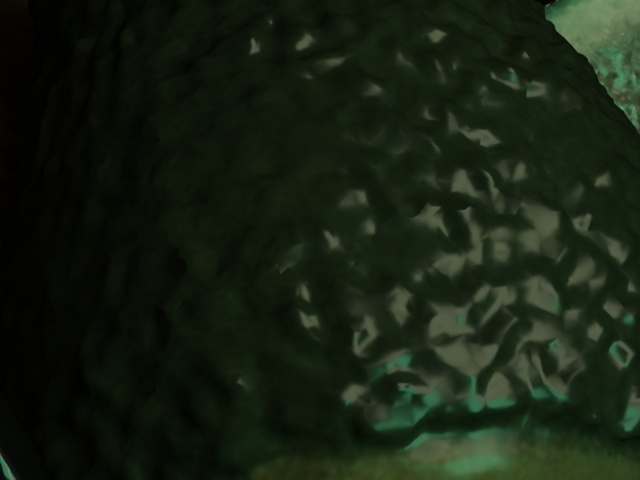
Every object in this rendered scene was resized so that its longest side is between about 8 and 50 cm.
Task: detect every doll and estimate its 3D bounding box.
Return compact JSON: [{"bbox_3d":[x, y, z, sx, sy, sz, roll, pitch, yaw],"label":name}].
[{"bbox_3d":[0.000,0.000,0.638,0.247,0.247,0.350,9,49,-36],"label":"doll"}]

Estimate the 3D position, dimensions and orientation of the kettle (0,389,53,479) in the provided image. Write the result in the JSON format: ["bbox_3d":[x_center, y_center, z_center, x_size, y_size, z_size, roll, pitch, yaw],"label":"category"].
[{"bbox_3d":[-0.188,0.088,0.392,0.290,0.207,0.268,30,72,-21],"label":"kettle"}]

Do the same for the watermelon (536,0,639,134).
[{"bbox_3d":[0.122,0.011,0.816,0.094,0.154,0.241,-22,87,-15],"label":"watermelon"}]
